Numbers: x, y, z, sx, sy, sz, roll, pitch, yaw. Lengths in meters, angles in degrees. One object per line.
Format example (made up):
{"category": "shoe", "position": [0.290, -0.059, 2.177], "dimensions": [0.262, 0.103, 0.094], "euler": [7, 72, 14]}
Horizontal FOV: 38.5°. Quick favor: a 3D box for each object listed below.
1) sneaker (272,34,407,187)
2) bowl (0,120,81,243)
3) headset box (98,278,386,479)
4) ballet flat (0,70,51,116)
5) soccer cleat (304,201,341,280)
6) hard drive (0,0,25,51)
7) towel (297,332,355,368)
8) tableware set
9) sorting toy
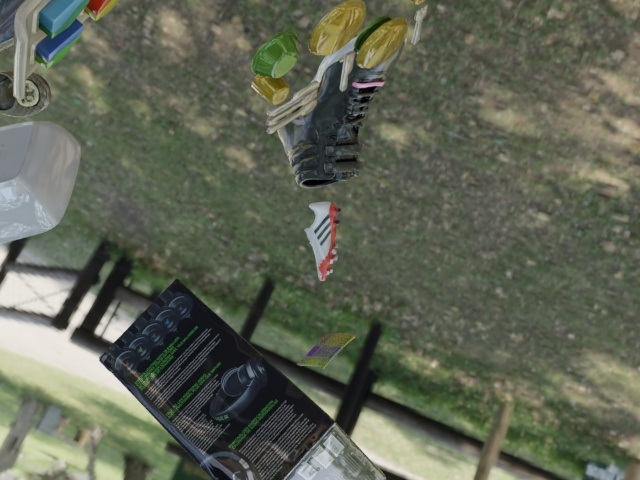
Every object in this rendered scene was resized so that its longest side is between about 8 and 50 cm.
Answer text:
{"category": "sneaker", "position": [0.042, -0.171, 1.272], "dimensions": [0.105, 0.146, 0.296], "euler": [-7, 162, -36]}
{"category": "bowl", "position": [-0.316, -0.063, 0.900], "dimensions": [0.142, 0.142, 0.053], "euler": [-11, 134, 11]}
{"category": "headset box", "position": [-0.090, 0.202, 1.056], "dimensions": [0.283, 0.131, 0.246], "euler": [38, 169, 29]}
{"category": "ballet flat", "position": [-0.583, -0.263, 1.602], "dimensions": [0.250, 0.084, 0.058], "euler": [10, -167, 21]}
{"category": "soccer cleat", "position": [0.000, 0.000, 0.953], "dimensions": [0.036, 0.083, 0.029], "euler": [8, -169, 12]}
{"category": "hard drive", "position": [-0.406, -0.292, 1.066], "dimensions": [0.255, 0.172, 0.054], "euler": [-21, 172, 8]}
{"category": "towel", "position": [0.010, 0.162, 1.359], "dimensions": [0.060, 0.083, 0.009], "euler": [-5, 119, 48]}
{"category": "tableware set", "position": [0.015, -0.142, 0.641], "dimensions": [0.024, 0.154, 0.104], "euler": [51, 162, 17]}
{"category": "sorting toy", "position": [-0.238, -0.246, 0.923], "dimensions": [0.038, 0.208, 0.193], "euler": [36, 161, -10]}
